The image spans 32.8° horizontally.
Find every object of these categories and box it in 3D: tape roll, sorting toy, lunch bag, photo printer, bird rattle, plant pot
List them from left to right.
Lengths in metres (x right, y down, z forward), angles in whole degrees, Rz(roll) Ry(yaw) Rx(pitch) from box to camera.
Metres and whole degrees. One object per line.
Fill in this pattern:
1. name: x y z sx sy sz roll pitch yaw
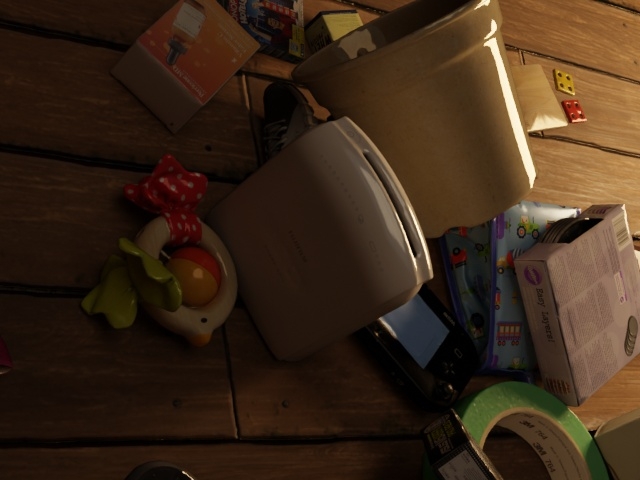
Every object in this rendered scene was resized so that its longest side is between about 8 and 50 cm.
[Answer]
1. bird rattle: -0.195 0.027 1.422 0.207 0.143 0.253 47 34 -24
2. photo printer: 0.000 0.000 1.426 0.107 0.307 0.256 -22 83 -42
3. plant pot: 0.169 -0.184 1.629 0.334 0.334 0.305 -41 112 -42
4. lunch bag: 0.324 0.092 1.760 0.221 0.138 0.293 5 74 -38
5. tape roll: 0.298 0.373 1.616 0.321 0.077 0.321 18 58 -30
6. sorting toy: 0.386 -0.258 2.029 0.274 0.046 0.132 -13 75 -40

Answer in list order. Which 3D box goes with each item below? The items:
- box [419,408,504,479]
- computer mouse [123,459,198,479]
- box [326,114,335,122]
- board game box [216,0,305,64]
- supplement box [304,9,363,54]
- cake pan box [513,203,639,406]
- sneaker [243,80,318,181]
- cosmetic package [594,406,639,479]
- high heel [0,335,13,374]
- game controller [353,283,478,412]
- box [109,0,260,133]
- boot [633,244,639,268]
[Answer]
1. box: 0.233 0.358 1.394 0.060 0.216 0.270 -36 91 2
2. computer mouse: -0.156 0.374 1.281 0.272 0.072 0.188 53 46 -18
3. box: 0.085 -0.134 1.749 0.162 0.029 0.116 12 62 -31
4. board game box: -0.121 -0.379 1.698 0.194 0.060 0.194 15 59 -30
5. supplement box: 0.030 -0.329 1.788 0.083 0.056 0.083 -14 76 -40
6. cake pan box: 0.426 0.095 1.742 0.246 0.070 0.267 -32 111 -40
7. sneaker: -0.063 -0.126 1.596 0.132 0.086 0.229 -13 77 -38
8. cosmetic package: 0.559 0.421 1.726 0.309 0.113 0.160 65 17 10
9. high heel: -0.447 0.147 1.164 0.117 0.082 0.244 47 34 5
10. game controller: 0.109 0.102 1.615 0.319 0.067 0.166 50 52 -6
11. box: -0.192 -0.261 1.562 0.130 0.091 0.170 44 48 -11
12. boot: 0.609 0.034 2.017 0.207 0.090 0.248 33 55 -22
